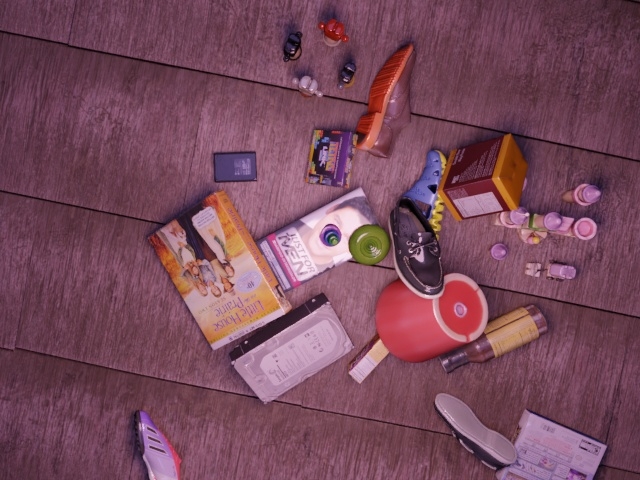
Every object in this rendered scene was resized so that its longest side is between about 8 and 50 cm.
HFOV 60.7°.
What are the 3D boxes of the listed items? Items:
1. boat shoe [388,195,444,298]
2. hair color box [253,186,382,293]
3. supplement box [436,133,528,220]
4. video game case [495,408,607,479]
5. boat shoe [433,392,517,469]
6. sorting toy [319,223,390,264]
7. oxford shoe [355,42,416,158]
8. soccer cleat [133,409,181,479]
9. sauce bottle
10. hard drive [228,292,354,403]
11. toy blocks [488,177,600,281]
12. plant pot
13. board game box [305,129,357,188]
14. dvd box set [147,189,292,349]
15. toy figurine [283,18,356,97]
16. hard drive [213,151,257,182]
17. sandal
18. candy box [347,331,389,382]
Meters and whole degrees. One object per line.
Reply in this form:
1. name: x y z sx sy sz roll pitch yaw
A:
1. boat shoe: 0.270 0.005 1.523 0.127 0.340 0.113 0 135 -6
2. hair color box: 0.000 0.000 1.714 0.374 0.113 0.185 -28 93 0
3. supplement box: 0.474 -0.182 1.597 0.129 0.194 0.191 49 50 -29
4. video game case: 0.739 0.709 1.758 0.269 0.061 0.244 24 90 0
5. boat shoe: 0.472 0.613 1.736 0.302 0.114 0.091 41 131 13
6. sorting toy: 0.178 0.033 1.603 0.365 0.126 0.127 15 102 -11
7. oxford shoe: 0.229 -0.434 1.717 0.133 0.130 0.363 22 92 -25
8. soccer cleat: -0.513 0.685 1.751 0.116 0.108 0.318 -17 90 -20
9. sauce bottle: 0.536 0.315 1.725 0.344 0.111 0.111 -24 91 2
10. hard drive: -0.083 0.335 1.671 0.339 0.064 0.237 -30 127 -5
11. toy blocks: 0.679 -0.037 1.639 0.289 0.260 0.309 10 91 -1
12. plant pot: 0.336 0.216 1.605 0.275 0.243 0.275 8 71 -25
13. board game box: 0.033 -0.255 1.707 0.141 0.048 0.170 10 92 36
14. dvd box set: -0.316 0.099 1.691 0.308 0.062 0.420 -29 92 24
15. toy figurine: -0.001 -0.555 1.691 0.213 0.148 0.209 -22 97 -1
16. hard drive: -0.273 -0.235 1.754 0.135 0.022 0.094 -2 92 0
17. sandal: 0.319 -0.129 1.710 0.138 0.126 0.317 10 90 6
18. candy box: 0.166 0.355 1.727 0.053 0.109 0.186 44 92 -1
